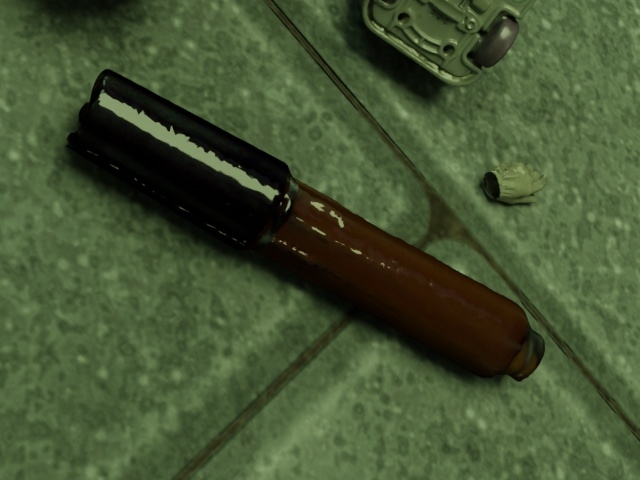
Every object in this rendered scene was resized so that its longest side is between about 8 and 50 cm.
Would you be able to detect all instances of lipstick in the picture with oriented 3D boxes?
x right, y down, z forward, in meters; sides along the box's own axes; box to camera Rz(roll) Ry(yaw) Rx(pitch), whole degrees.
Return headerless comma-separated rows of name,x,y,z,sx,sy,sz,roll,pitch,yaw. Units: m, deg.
lipstick,0.000,0.000,0.992,0.418,0.077,0.077,30,54,-18

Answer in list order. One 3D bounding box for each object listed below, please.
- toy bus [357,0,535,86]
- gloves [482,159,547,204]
toy bus,0.133,-0.251,1.131,0.142,0.202,0.142,33,21,-15
gloves,0.174,-0.050,1.156,0.081,0.037,0.044,-22,115,-43
